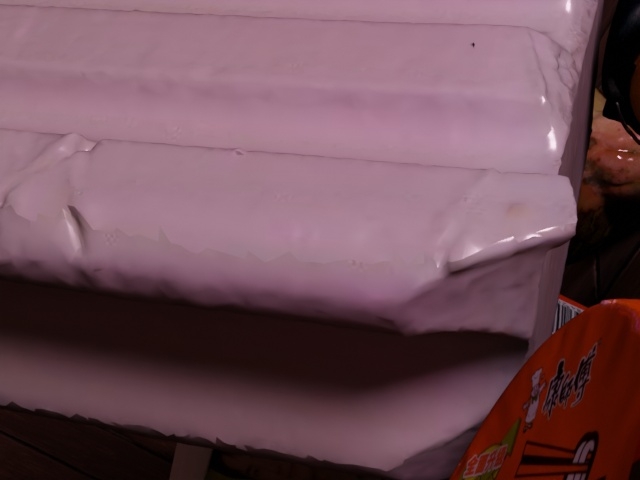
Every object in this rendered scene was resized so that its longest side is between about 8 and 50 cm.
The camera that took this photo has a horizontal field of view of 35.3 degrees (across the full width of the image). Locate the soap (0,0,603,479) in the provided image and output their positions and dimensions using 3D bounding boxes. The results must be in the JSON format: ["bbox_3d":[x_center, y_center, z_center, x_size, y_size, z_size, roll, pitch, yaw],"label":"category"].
[{"bbox_3d":[-0.058,-0.061,0.612,0.213,0.435,0.350,78,-157,-48],"label":"soap"}]

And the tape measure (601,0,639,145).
[{"bbox_3d":[0.275,-0.119,0.588,0.223,0.202,0.135,105,-172,-72],"label":"tape measure"}]

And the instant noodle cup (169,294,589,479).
[{"bbox_3d":[0.075,0.125,0.799,0.294,0.308,0.294,21,-90,-85],"label":"instant noodle cup"}]

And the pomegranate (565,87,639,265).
[{"bbox_3d":[0.247,-0.090,1.035,0.222,0.204,0.276,-41,-5,-31],"label":"pomegranate"}]

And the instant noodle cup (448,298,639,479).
[{"bbox_3d":[0.140,0.172,0.357,0.250,0.192,0.250,-63,1,2],"label":"instant noodle cup"}]
